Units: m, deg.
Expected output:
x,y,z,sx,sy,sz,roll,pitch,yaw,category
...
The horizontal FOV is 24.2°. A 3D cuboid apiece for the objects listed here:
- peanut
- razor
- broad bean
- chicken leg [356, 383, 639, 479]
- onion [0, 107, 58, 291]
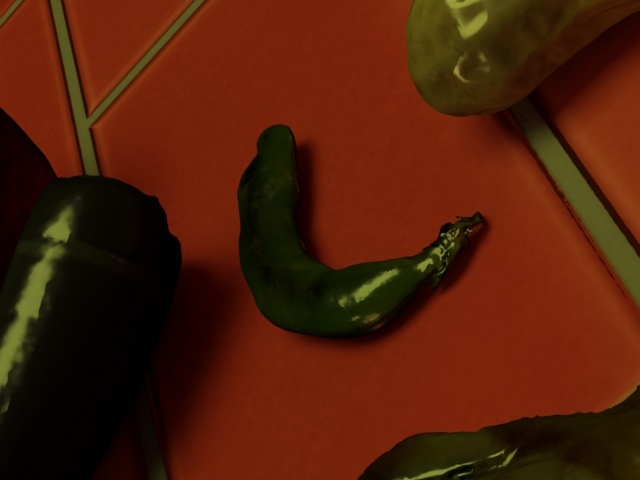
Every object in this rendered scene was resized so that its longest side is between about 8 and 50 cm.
x,y,z,sx,sy,sz,roll,pitch,yaw,category
0.176,-0.198,0.980,0.313,0.149,0.149,-36,38,28,peanut
-0.217,0.124,1.162,0.114,0.204,0.349,22,77,11,razor
0.000,0.000,1.116,0.144,0.049,0.292,-52,35,-6,broad bean
0.156,0.134,0.734,0.429,0.153,0.201,-40,50,11,chicken leg
-0.390,-0.012,1.339,0.341,0.341,0.341,-32,40,32,onion
